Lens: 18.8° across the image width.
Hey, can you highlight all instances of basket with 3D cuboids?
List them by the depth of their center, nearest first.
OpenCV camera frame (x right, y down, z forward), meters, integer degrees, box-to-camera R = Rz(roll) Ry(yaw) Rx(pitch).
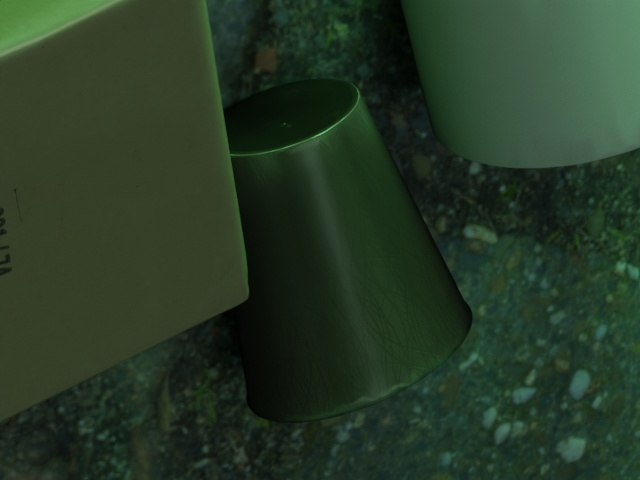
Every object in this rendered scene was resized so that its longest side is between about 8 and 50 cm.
[{"bbox_3d":[0.000,0.000,1.540,0.204,0.154,0.227,-28,118,-18],"label":"basket"}]

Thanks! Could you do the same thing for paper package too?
[{"bbox_3d":[-0.223,-0.052,1.282,0.309,0.168,0.325,-25,139,-18],"label":"paper package"}]

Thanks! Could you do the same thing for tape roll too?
[{"bbox_3d":[0.187,-0.189,1.521,0.246,0.246,0.169,-28,122,-20],"label":"tape roll"}]
